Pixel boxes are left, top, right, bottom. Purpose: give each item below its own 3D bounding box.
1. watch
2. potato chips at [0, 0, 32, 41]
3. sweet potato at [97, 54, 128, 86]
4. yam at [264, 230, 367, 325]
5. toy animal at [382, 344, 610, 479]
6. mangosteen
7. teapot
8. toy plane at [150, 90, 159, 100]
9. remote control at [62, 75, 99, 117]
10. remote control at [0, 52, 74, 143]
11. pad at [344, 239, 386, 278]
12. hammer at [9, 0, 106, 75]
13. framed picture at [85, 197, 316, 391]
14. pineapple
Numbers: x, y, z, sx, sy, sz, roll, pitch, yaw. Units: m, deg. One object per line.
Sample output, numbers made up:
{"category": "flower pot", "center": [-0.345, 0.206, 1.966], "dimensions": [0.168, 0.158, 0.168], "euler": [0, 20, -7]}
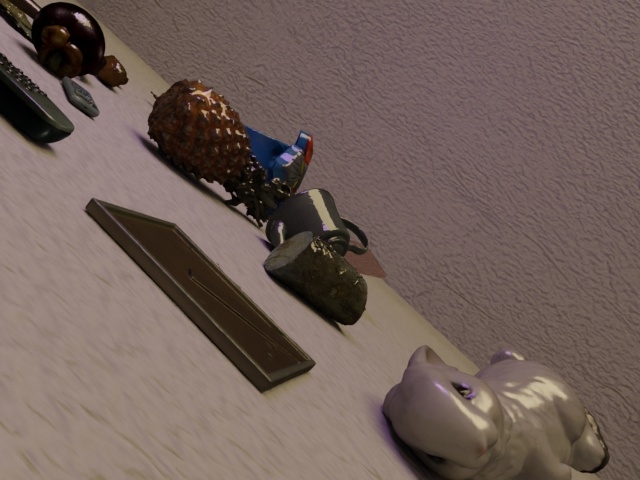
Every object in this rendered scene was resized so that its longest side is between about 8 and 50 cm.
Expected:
{"category": "watch", "center": [-0.173, -0.214, 1.673], "dimensions": [0.274, 0.242, 0.305], "euler": [25, 3, -3]}
{"category": "potato chips", "center": [-0.578, -0.422, 1.236], "dimensions": [0.209, 0.026, 0.142], "euler": [42, 5, -13]}
{"category": "sweet potato", "center": [-0.508, -0.413, 1.548], "dimensions": [0.081, 0.062, 0.233], "euler": [56, -4, -19]}
{"category": "yam", "center": [0.002, 0.061, 1.080], "dimensions": [0.183, 0.107, 0.107], "euler": [41, 4, -24]}
{"category": "toy animal", "center": [0.217, 0.234, 0.845], "dimensions": [0.357, 0.194, 0.258], "euler": [28, 22, -39]}
{"category": "mangosteen", "center": [-0.443, -0.341, 1.108], "dimensions": [0.140, 0.140, 0.140], "euler": [41, 4, -4]}
{"category": "teapot", "center": [0.000, 0.000, 1.297], "dimensions": [0.239, 0.162, 0.149], "euler": [-6, 49, -40]}
{"category": "toy plane", "center": [-0.451, -0.392, 1.904], "dimensions": [0.135, 0.062, 0.188], "euler": [41, -9, -8]}
{"category": "remote control", "center": [-0.395, -0.237, 1.045], "dimensions": [0.053, 0.018, 0.124], "euler": [38, 6, -38]}
{"category": "remote control", "center": [-0.360, -0.185, 0.689], "dimensions": [0.222, 0.042, 0.072], "euler": [41, 4, 5]}
{"category": "pad", "center": [0.018, 0.021, 1.460], "dimensions": [0.266, 0.002, 0.176], "euler": [14, 23, -23]}
{"category": "hammer", "center": [-0.591, -0.470, 1.188], "dimensions": [0.440, 0.044, 0.168], "euler": [39, 7, -33]}
{"category": "framed picture", "center": [-0.115, 0.054, 0.665], "dimensions": [0.250, 0.016, 0.184], "euler": [43, 4, 12]}
{"category": "pineapple", "center": [-0.182, -0.167, 1.290], "dimensions": [0.361, 0.175, 0.175], "euler": [38, 6, -38]}
